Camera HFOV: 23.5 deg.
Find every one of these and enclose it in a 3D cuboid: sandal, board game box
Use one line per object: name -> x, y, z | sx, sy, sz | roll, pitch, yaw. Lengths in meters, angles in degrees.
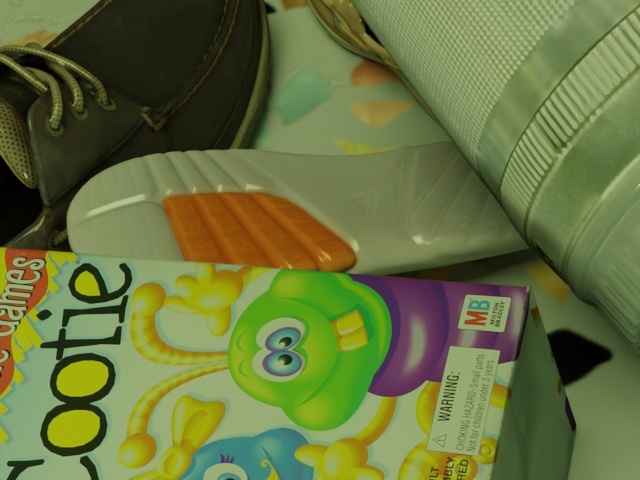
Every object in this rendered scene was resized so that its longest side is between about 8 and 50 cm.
sandal -> 0.002, 0.007, 0.806 | 0.265, 0.076, 0.102 | -3, 45, -7
board game box -> -0.037, 0.103, 0.709 | 0.275, 0.144, 0.142 | 4, 59, 21

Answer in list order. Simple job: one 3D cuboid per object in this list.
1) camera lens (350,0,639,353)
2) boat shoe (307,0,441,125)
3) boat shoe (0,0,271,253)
camera lens -> 0.147, -0.116, 0.717 | 0.219, 0.219, 0.274 | -33, 67, -3
boat shoe -> 0.043, -0.133, 0.886 | 0.063, 0.059, 0.170 | -40, 55, -9
boat shoe -> -0.146, -0.040, 0.849 | 0.132, 0.130, 0.355 | 18, 66, 28
